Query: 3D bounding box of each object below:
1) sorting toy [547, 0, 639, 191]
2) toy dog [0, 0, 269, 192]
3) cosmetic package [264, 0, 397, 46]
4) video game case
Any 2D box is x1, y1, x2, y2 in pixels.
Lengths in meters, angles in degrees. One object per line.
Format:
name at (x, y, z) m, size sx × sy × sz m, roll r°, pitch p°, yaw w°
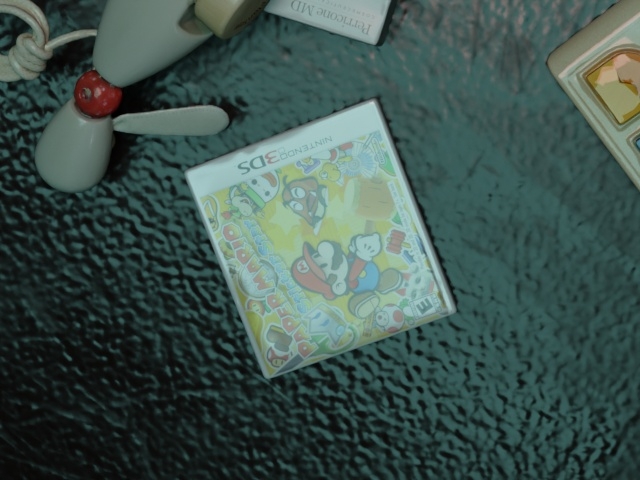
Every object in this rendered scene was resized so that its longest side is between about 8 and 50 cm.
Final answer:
sorting toy at (0.344, -0.145, 1.371) m, size 0.193 × 0.038 × 0.208 m, roll -37°, pitch 86°, yaw 12°
toy dog at (-0.154, -0.199, 1.393) m, size 0.333 × 0.161 × 0.220 m, roll -28°, pitch 92°, yaw 35°
cosmetic package at (0.038, -0.306, 1.375) m, size 0.117 × 0.085 × 0.231 m, roll 18°, pitch 100°, yaw 5°
video game case at (0.000, 0.000, 1.458) m, size 0.206 × 0.026 × 0.227 m, roll -20°, pitch 96°, yaw 10°
